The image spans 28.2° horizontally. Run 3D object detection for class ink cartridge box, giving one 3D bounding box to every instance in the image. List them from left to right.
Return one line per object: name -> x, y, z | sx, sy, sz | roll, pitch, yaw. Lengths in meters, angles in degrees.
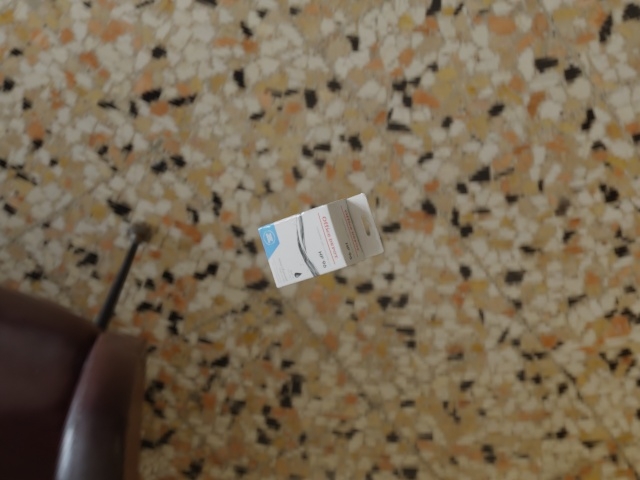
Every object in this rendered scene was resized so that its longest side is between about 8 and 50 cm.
ink cartridge box -> 0.000, 0.000, 0.930 | 0.083, 0.028, 0.048 | -19, 90, 35
